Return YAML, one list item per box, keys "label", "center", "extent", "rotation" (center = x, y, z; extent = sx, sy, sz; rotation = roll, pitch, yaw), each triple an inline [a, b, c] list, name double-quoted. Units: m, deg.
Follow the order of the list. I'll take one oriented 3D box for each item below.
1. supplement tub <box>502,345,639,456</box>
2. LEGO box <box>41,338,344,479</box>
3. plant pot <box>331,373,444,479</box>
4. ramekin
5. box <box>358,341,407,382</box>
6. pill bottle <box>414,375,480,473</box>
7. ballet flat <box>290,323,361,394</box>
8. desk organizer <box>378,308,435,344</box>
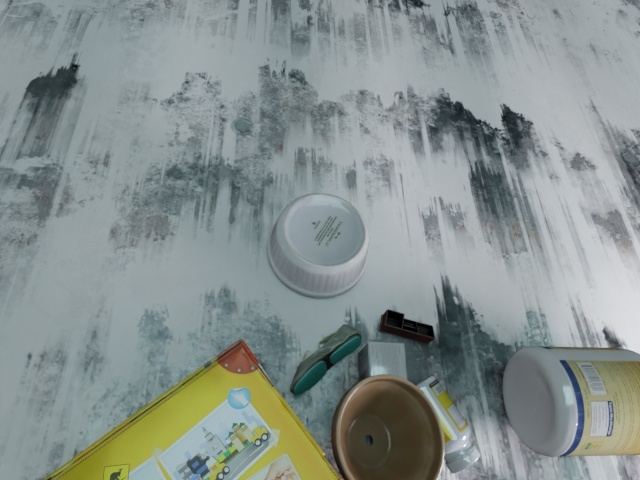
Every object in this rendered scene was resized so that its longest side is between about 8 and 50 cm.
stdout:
- label: "supplement tub"
  center: [0.604, 0.352, 0.970]
  extent: [0.317, 0.228, 0.228]
  rotation: [3, 61, -7]
- label: "LEGO box"
  center: [-0.239, 0.486, 0.775]
  extent: [0.500, 0.193, 0.372]
  rotation: [-33, 72, -24]
- label: "plant pot"
  center: [0.119, 0.398, 0.880]
  extent: [0.238, 0.110, 0.237]
  rotation: [11, 61, -20]
- label: "ramekin"
  center: [0.000, 0.000, 1.120]
  extent: [0.273, 0.127, 0.272]
  rotation: [4, 61, -7]
- label: "box"
  center: [0.140, 0.293, 0.997]
  extent: [0.087, 0.101, 0.101]
  rotation: [6, 61, -7]
- label: "pill bottle"
  center: [0.260, 0.401, 0.958]
  extent: [0.103, 0.103, 0.184]
  rotation: [-25, 68, -21]
- label: "ballet flat"
  center: [0.003, 0.271, 1.017]
  extent: [0.213, 0.072, 0.068]
  rotation: [-33, 44, -24]
- label: "desk organizer"
  center: [0.217, 0.213, 1.083]
  extent: [0.130, 0.050, 0.047]
  rotation: [15, 60, -1]
